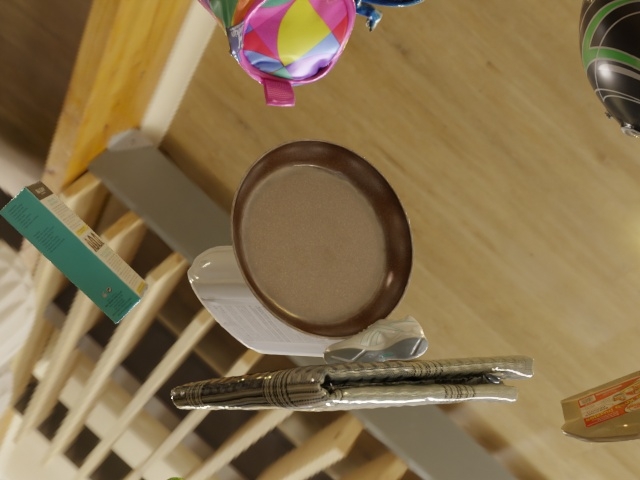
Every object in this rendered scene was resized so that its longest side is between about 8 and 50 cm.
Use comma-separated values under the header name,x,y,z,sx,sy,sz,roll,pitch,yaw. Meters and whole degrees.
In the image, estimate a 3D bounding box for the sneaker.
name,x,y,z,sx,sy,sz,roll,pitch,yaw
sneaker,0.078,0.150,1.326,0.152,0.061,0.054,-11,-51,0

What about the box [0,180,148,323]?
name,x,y,z,sx,sy,sz,roll,pitch,yaw
box,-0.381,0.017,1.425,0.244,0.060,0.100,45,4,-9

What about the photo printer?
name,x,y,z,sx,sy,sz,roll,pitch,yaw
photo printer,-0.085,0.114,1.701,0.307,0.107,0.256,-3,-42,38

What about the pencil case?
name,x,y,z,sx,sy,sz,roll,pitch,yaw
pencil case,-0.063,-0.212,0.715,0.104,0.104,0.236,91,-24,-46

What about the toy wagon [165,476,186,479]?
name,x,y,z,sx,sy,sz,roll,pitch,yaw
toy wagon,-0.244,0.361,1.059,0.344,0.267,0.068,-34,-91,25

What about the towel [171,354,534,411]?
name,x,y,z,sx,sy,sz,roll,pitch,yaw
towel,0.037,0.172,1.043,0.312,0.324,0.056,-17,-106,52

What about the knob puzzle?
name,x,y,z,sx,sy,sz,roll,pitch,yaw
knob puzzle,0.444,0.250,1.316,0.213,0.213,0.030,-16,-78,50

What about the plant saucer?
name,x,y,z,sx,sy,sz,roll,pitch,yaw
plant saucer,0.000,0.000,1.374,0.310,0.310,0.050,47,-32,-7

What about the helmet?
name,x,y,z,sx,sy,sz,roll,pitch,yaw
helmet,0.244,-0.136,0.573,0.161,0.169,0.169,41,-25,52

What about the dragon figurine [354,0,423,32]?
name,x,y,z,sx,sy,sz,roll,pitch,yaw
dragon figurine,0.020,-0.363,1.287,0.289,0.085,0.144,19,1,43
